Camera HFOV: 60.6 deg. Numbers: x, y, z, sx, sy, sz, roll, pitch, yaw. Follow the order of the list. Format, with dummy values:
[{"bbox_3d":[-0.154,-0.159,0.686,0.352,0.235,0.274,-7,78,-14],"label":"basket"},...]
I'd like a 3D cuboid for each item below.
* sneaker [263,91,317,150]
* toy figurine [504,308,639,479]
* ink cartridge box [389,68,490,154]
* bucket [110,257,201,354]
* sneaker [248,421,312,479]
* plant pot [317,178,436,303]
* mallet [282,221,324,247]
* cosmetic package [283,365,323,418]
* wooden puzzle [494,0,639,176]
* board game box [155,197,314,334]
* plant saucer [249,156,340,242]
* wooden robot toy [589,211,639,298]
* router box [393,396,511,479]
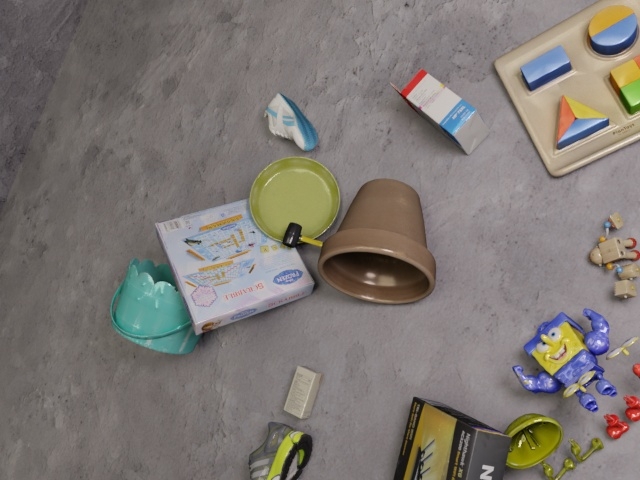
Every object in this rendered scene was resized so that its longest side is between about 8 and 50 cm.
[{"bbox_3d":[-0.085,-0.320,1.556,0.092,0.087,0.229,-46,52,20],"label":"sneaker"},{"bbox_3d":[0.476,0.258,1.061,0.363,0.191,0.217,-51,26,19],"label":"toy figurine"},{"bbox_3d":[0.282,-0.317,1.302,0.078,0.134,0.231,-47,59,12],"label":"ink cartridge box"},{"bbox_3d":[-0.431,0.181,1.516,0.281,0.281,0.183,22,92,33],"label":"bucket"},{"bbox_3d":[-0.129,0.582,1.329,0.121,0.111,0.300,24,84,43],"label":"sneaker"},{"bbox_3d":[0.144,-0.010,1.255,0.262,0.263,0.230,-3,57,30],"label":"plant pot"},{"bbox_3d":[0.000,0.000,1.399,0.189,0.039,0.063,11,75,0],"label":"mallet"},{"bbox_3d":[-0.042,0.375,1.358,0.060,0.041,0.115,17,86,33],"label":"cosmetic package"},{"bbox_3d":[0.578,-0.352,1.170,0.322,0.080,0.348,-27,64,22],"label":"wooden puzzle"},{"bbox_3d":[-0.226,0.049,1.427,0.318,0.066,0.318,-17,59,-22],"label":"board game box"},{"bbox_3d":[-0.068,-0.105,1.462,0.240,0.037,0.241,-1,76,2],"label":"plant saucer"},{"bbox_3d":[0.578,0.035,1.088,0.079,0.076,0.174,144,126,-58],"label":"wooden robot toy"},{"bbox_3d":[0.233,0.490,1.064,0.243,0.080,0.309,174,112,-71],"label":"router box"}]
